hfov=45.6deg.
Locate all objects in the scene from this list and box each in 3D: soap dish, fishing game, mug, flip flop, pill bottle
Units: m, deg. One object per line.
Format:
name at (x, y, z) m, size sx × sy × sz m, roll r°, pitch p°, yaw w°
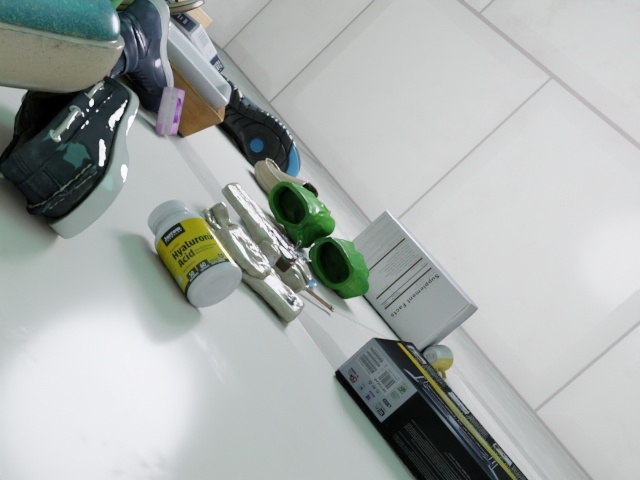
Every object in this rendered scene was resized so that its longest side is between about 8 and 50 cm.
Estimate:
soap dish at (-0.287, -0.326, 1.511) m, size 0.229 × 0.118 × 0.291 m, roll 47°, pitch 7°, yaw -17°
fishing game at (-0.064, 0.007, 1.358) m, size 0.189 × 0.041 × 0.264 m, roll 43°, pitch 8°, yaw -42°
mug at (0.267, 0.271, 1.729) m, size 0.078 × 0.062 × 0.064 m, roll 44°, pitch 13°, yaw 31°
flip flop at (-0.373, -0.500, 1.548) m, size 0.277 × 0.080 × 0.112 m, roll 0°, pitch 14°, yaw -15°
pill bottle at (-0.141, 0.011, 0.832) m, size 0.116 × 0.065 × 0.065 m, roll 50°, pitch 9°, yaw 27°

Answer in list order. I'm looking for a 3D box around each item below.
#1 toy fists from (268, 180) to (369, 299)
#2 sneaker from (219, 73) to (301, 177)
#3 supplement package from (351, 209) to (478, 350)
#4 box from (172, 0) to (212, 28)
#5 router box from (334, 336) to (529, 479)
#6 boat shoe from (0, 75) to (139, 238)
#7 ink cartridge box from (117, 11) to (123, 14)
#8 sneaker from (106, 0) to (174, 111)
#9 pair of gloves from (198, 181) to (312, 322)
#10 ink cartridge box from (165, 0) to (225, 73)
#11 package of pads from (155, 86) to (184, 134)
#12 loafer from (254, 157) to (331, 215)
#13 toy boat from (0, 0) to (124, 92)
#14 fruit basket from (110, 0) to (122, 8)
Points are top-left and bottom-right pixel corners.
toy fists at (0.000, 0.000, 1.534) m, size 0.279 × 0.096 × 0.142 m, roll 52°, pitch 16°, yaw 20°
sneaker at (-0.171, -0.287, 1.940) m, size 0.341 × 0.125 × 0.139 m, roll 49°, pitch 3°, yaw 2°
supplement package at (0.205, 0.102, 1.799) m, size 0.293 × 0.175 × 0.177 m, roll 50°, pitch 8°, yaw 18°
box at (-0.386, -0.551, 1.924) m, size 0.091 × 0.170 × 0.130 m, roll 49°, pitch 8°, yaw 30°
router box at (0.176, 0.282, 1.103) m, size 0.309 × 0.081 × 0.243 m, roll 50°, pitch 9°, yaw 20°
boat shoe at (-0.246, -0.117, 0.743) m, size 0.091 × 0.114 × 0.302 m, roll 49°, pitch 5°, yaw -32°
ink cartridge box at (-0.385, -0.442, 1.695) m, size 0.208 × 0.087 × 0.153 m, roll 45°, pitch 8°, yaw -17°
sneaker at (-0.325, -0.282, 1.266) m, size 0.086 × 0.163 × 0.226 m, roll 28°, pitch -39°, yaw 18°
pair of gloves at (-0.095, 0.015, 1.131) m, size 0.204 × 0.042 × 0.240 m, roll 49°, pitch 14°, yaw -9°
ink cartridge box at (-0.325, -0.488, 1.743) m, size 0.208 × 0.045 × 0.206 m, roll 41°, pitch -5°, yaw 15°
package of pads at (-0.258, -0.222, 1.310) m, size 0.032 × 0.083 × 0.050 m, roll 13°, pitch 8°, yaw 0°
loafer at (-0.057, -0.104, 1.738) m, size 0.268 × 0.092 × 0.102 m, roll 52°, pitch 9°, yaw 33°
toy boat at (-0.330, -0.248, 0.673) m, size 0.267 × 0.148 × 0.318 m, roll 3°, pitch 28°, yaw -41°
fruit basket at (-0.402, -0.575, 1.260) m, size 0.392 × 0.283 × 0.392 m, roll 29°, pitch 45°, yaw -34°
